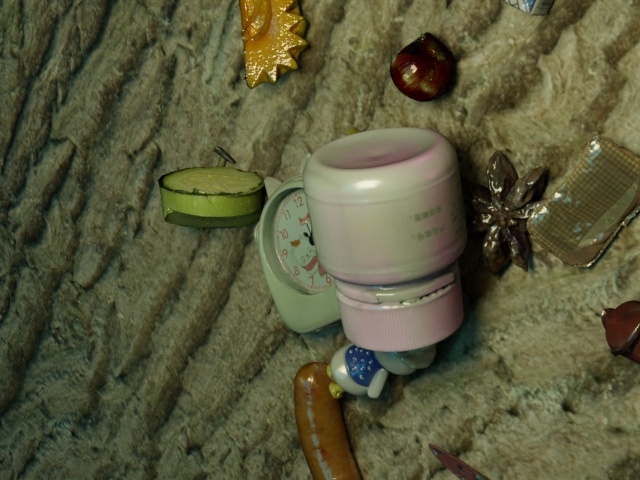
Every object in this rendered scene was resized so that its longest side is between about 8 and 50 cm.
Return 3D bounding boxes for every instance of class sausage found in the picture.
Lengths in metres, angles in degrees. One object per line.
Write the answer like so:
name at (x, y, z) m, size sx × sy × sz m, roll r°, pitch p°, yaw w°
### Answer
sausage at (0.008, 0.374, 2.032) m, size 0.109 × 0.109 × 0.270 m, roll -11°, pitch 92°, yaw 41°

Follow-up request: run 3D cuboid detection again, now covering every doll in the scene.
doll at (0.112, 0.215, 1.908) m, size 0.293 × 0.119 × 0.138 m, roll -38°, pitch 57°, yaw 43°

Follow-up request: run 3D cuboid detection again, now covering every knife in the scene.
knife at (0.292, 0.442, 1.857) m, size 0.247 × 0.018 × 0.035 m, roll 30°, pitch 120°, yaw 36°

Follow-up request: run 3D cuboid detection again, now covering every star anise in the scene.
star anise at (0.301, -0.052, 1.714) m, size 0.197 × 0.073 × 0.212 m, roll 41°, pitch 120°, yaw 25°

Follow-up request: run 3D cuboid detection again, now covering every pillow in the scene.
pillow at (0.428, -0.055, 1.604) m, size 0.135 × 0.034 × 0.211 m, roll 32°, pitch 118°, yaw -3°

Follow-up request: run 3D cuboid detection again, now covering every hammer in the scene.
hammer at (-0.231, -0.103, 2.199) m, size 0.062 × 0.013 × 0.199 m, roll 37°, pitch 120°, yaw 29°

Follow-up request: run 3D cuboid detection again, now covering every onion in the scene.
onion at (0.178, -0.294, 1.746) m, size 0.119 × 0.117 × 0.118 m, roll 32°, pitch 142°, yaw 29°

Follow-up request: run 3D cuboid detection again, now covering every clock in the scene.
clock at (0.000, 0.000, 1.959) m, size 0.265 × 0.109 × 0.324 m, roll -26°, pitch 80°, yaw 42°

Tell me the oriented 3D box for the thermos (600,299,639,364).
thermos at (0.503, 0.149, 1.536) m, size 0.099 × 0.124 × 0.232 m, roll -54°, pitch 19°, yaw -2°

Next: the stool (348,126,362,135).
stool at (0.087, -0.132, 1.854) m, size 0.110 × 0.135 × 0.134 m, roll 47°, pitch 158°, yaw 20°

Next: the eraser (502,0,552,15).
eraser at (0.340, -0.475, 1.601) m, size 0.124 × 0.068 × 0.210 m, roll 39°, pitch 121°, yaw 31°

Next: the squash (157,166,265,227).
squash at (-0.221, -0.073, 2.058) m, size 0.220 × 0.220 × 0.133 m, roll 11°, pitch 103°, yaw 39°

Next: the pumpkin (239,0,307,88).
pumpkin at (-0.093, -0.418, 1.982) m, size 0.130 × 0.149 × 0.254 m, roll -7°, pitch 90°, yaw -2°

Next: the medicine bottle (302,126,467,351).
medicine bottle at (0.117, -0.004, 1.690) m, size 0.256 × 0.256 × 0.324 m, roll 9°, pitch 121°, yaw 39°
